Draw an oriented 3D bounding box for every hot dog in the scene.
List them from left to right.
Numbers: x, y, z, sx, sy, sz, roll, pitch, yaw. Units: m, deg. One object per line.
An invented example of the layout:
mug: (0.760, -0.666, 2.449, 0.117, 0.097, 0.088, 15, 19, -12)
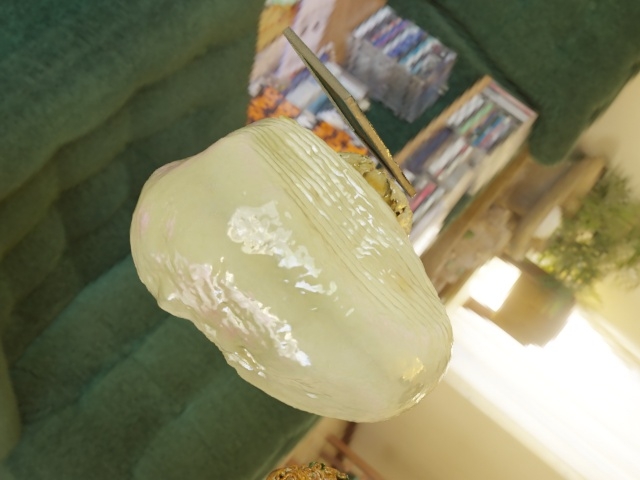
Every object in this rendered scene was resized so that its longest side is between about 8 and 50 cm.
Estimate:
hot dog: (-0.018, 0.341, 1.452, 0.055, 0.072, 0.188, -62, 155, 3)

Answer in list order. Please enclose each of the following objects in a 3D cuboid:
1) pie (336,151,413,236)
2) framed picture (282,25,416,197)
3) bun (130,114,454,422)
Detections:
pie: (0.000, 0.000, 1.424, 0.274, 0.055, 0.274, -9, 125, -13)
framed picture: (0.045, -0.178, 1.470, 0.016, 0.184, 0.250, -39, 142, 2)
bun: (-0.034, 0.037, 1.062, 0.213, 0.361, 0.361, -41, 169, 21)
